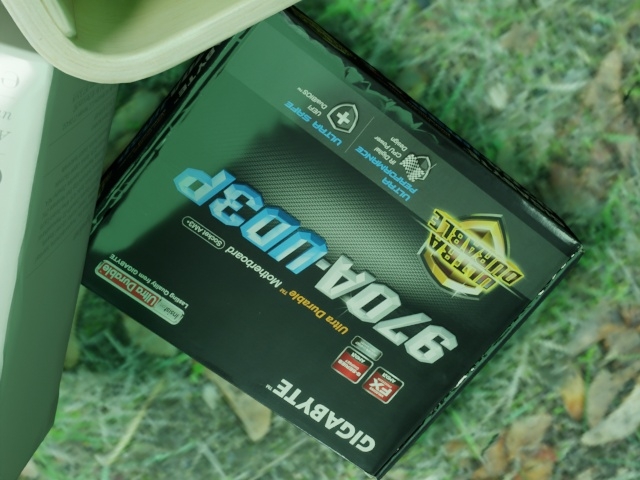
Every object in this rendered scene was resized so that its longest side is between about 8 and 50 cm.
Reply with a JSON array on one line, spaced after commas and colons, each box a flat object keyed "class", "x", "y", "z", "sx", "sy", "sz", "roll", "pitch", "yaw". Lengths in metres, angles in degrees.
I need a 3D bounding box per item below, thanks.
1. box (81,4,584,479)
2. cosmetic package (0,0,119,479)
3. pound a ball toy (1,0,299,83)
[{"class": "box", "x": 0.000, "y": 0.000, "z": 0.724, "sx": 0.220, "sy": 0.051, "sz": 0.175, "roll": 37, "pitch": 102, "yaw": -19}, {"class": "cosmetic package", "x": -0.224, "y": -0.014, "z": 0.614, "sx": 0.224, "sy": 0.138, "sz": 0.225, "roll": 14, "pitch": 110, "yaw": 2}, {"class": "pound a ball toy", "x": -0.112, "y": -0.220, "z": 0.504, "sx": 0.136, "sy": 0.319, "sz": 0.208, "roll": -25, "pitch": 128, "yaw": 2}]
